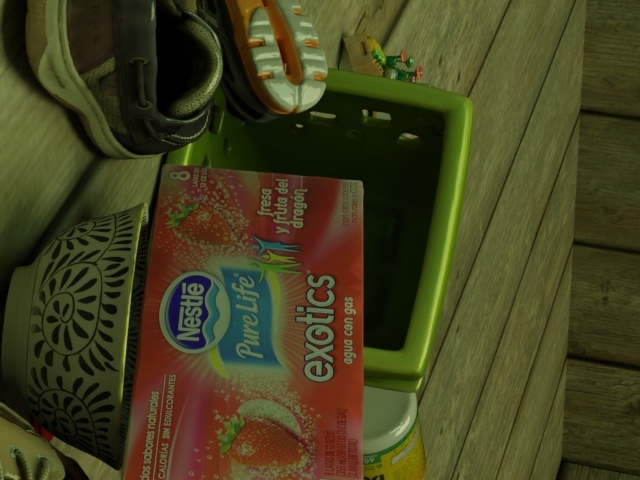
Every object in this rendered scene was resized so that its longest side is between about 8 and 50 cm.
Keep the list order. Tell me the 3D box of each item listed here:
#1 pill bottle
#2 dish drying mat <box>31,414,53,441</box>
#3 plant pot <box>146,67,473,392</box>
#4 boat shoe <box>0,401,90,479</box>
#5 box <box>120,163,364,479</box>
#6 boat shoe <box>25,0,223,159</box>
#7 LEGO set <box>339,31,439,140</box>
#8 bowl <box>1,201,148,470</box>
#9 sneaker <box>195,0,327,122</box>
[{"bbox_3d":[0.055,0.229,1.948,0.208,0.118,0.117,79,25,-53],"label":"pill bottle"},{"bbox_3d":[-0.187,0.101,1.205,0.032,0.008,0.083,-55,151,-59],"label":"dish drying mat"},{"bbox_3d":[0.000,0.000,1.433,0.207,0.228,0.227,64,37,-74],"label":"plant pot"},{"bbox_3d":[-0.196,0.136,0.987,0.324,0.116,0.123,54,47,-69],"label":"boat shoe"},{"bbox_3d":[-0.049,0.105,1.149,0.300,0.142,0.154,-88,-176,-47],"label":"box"},{"bbox_3d":[-0.111,-0.113,1.190,0.285,0.092,0.103,46,51,-73],"label":"boat shoe"},{"bbox_3d":[0.096,-0.130,1.900,0.287,0.107,0.132,83,22,-47],"label":"LEGO set"},{"bbox_3d":[-0.156,0.056,1.121,0.170,0.080,0.170,-174,-90,-87],"label":"bowl"},{"bbox_3d":[-0.064,-0.185,1.313,0.084,0.083,0.215,-6,77,-33],"label":"sneaker"}]
